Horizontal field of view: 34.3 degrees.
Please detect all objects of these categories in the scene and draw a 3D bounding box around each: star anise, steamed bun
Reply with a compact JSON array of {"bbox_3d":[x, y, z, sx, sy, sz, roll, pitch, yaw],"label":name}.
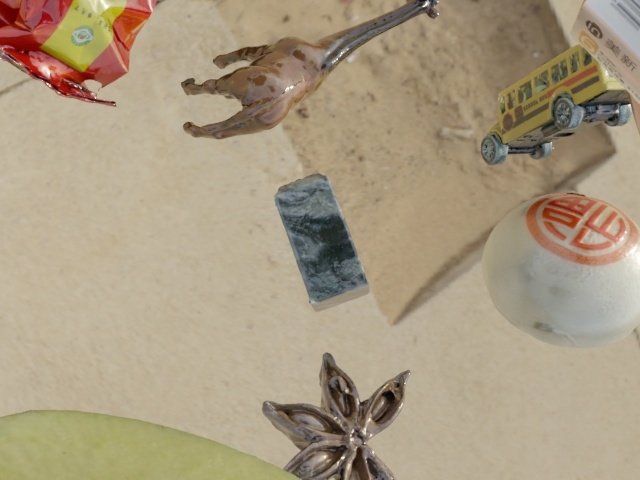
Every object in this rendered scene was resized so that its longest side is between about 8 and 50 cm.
[{"bbox_3d":[0.018,0.214,1.081,0.172,0.063,0.208,4,58,-14],"label":"star anise"},{"bbox_3d":[0.408,0.028,1.682,0.283,0.283,0.177,-20,135,-27],"label":"steamed bun"}]

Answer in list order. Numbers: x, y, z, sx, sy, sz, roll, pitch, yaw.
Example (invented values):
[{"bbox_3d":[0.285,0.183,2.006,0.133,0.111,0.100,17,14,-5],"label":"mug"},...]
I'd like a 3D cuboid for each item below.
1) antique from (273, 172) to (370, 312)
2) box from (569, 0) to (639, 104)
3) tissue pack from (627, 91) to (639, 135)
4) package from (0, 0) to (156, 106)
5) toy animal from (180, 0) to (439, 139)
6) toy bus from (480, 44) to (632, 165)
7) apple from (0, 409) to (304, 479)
[{"bbox_3d":[0.000,0.000,1.486,0.088,0.086,0.183,-19,77,0],"label":"antique"},{"bbox_3d":[0.400,-0.215,0.938,0.274,0.091,0.220,-40,80,0],"label":"box"},{"bbox_3d":[0.434,-0.236,1.284,0.256,0.123,0.215,61,24,-51],"label":"tissue pack"},{"bbox_3d":[-0.276,-0.374,1.277,0.196,0.123,0.423,32,72,-51],"label":"package"},{"bbox_3d":[-0.012,-0.182,1.037,0.224,0.230,0.066,-57,132,-46],"label":"toy animal"},{"bbox_3d":[0.378,-0.216,1.643,0.121,0.335,0.123,-6,81,-25],"label":"toy bus"},{"bbox_3d":[-0.097,0.263,0.620,0.360,0.311,0.320,20,70,-2],"label":"apple"}]
